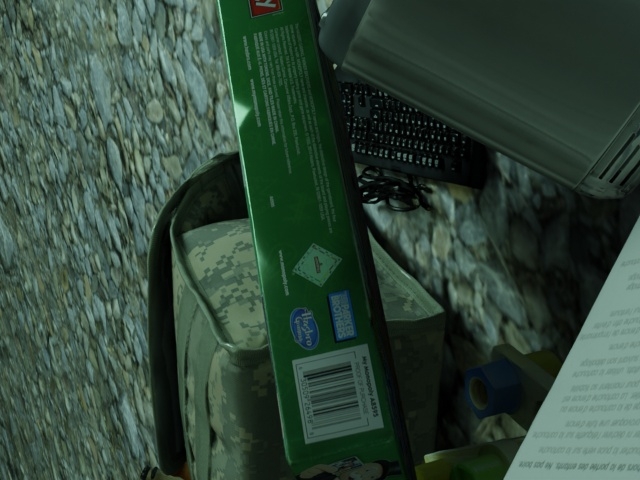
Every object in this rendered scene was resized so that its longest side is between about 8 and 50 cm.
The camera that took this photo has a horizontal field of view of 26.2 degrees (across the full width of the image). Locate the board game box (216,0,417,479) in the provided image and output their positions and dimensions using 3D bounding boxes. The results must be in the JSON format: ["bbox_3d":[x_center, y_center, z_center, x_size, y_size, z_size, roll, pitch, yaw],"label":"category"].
[{"bbox_3d":[0.000,0.000,0.686,0.213,0.046,0.317,71,-172,-58],"label":"board game box"}]

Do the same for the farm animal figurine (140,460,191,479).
[{"bbox_3d":[-0.099,0.332,1.173,0.327,0.172,0.330,133,159,-64],"label":"farm animal figurine"}]

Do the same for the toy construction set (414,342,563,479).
[{"bbox_3d":[0.159,0.165,0.637,0.328,0.151,0.215,-177,78,-76],"label":"toy construction set"}]

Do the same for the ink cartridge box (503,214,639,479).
[{"bbox_3d":[0.139,0.056,0.433,0.069,0.371,0.176,39,159,-14],"label":"ink cartridge box"}]

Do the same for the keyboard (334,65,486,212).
[{"bbox_3d":[0.045,-0.065,0.906,0.192,0.038,0.100,-162,64,-64],"label":"keyboard"}]

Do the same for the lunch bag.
[{"bbox_3d":[-0.036,0.092,0.992,0.287,0.169,0.235,-127,33,-57],"label":"lunch bag"}]

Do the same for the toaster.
[{"bbox_3d":[0.100,-0.117,0.551,0.146,0.129,0.227,32,129,2],"label":"toaster"}]
